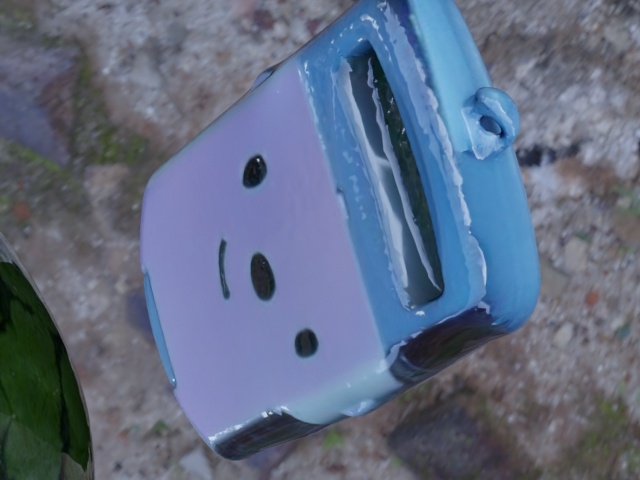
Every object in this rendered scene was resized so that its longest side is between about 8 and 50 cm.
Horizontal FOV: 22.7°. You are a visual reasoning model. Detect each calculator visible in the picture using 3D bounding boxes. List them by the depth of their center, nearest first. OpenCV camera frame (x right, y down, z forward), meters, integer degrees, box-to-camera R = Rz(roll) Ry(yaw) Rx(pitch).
[{"bbox_3d":[0.000,0.000,0.749,0.293,0.051,0.173,-34,67,50],"label":"calculator"}]

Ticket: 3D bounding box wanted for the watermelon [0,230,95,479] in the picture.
[{"bbox_3d":[-0.249,0.096,0.591,0.363,0.363,0.363,8,115,19],"label":"watermelon"}]
